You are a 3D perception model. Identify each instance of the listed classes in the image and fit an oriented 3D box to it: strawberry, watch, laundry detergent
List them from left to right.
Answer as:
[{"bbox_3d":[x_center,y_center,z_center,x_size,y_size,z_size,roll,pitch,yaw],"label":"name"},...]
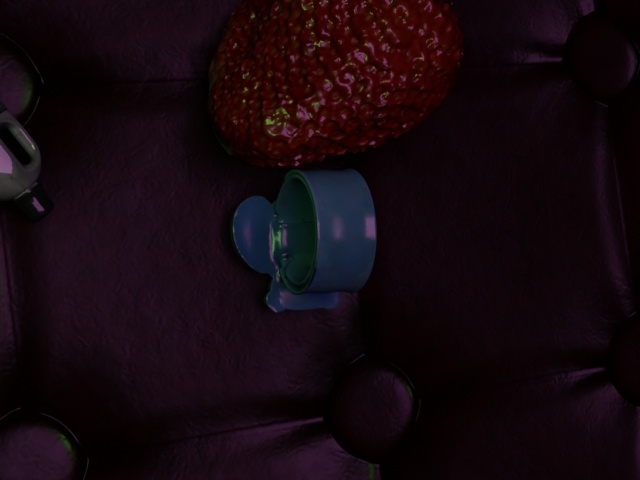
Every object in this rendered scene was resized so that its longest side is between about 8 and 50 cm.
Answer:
[{"bbox_3d":[-0.419,-0.120,1.521,0.099,0.070,0.225,-44,102,-28],"label":"laundry detergent"},{"bbox_3d":[-0.001,-0.234,1.630,0.351,0.312,0.267,-42,142,-12],"label":"strawberry"},{"bbox_3d":[0.000,0.000,1.632,0.211,0.193,0.211,3,82,-22],"label":"watch"}]
